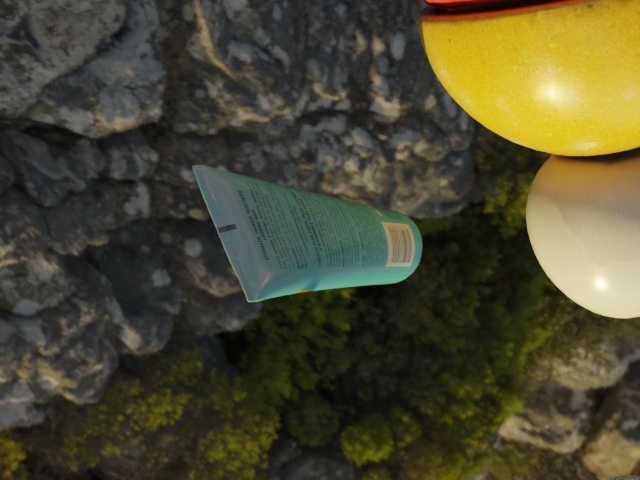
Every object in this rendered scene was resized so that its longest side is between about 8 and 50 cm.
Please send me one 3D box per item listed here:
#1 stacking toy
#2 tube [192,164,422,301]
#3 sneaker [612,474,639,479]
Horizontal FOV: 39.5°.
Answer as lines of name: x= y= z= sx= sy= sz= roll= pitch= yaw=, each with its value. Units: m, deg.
stacking toy: x=0.149 y=-0.173 z=0.529 sx=0.351 sy=0.351 sz=0.479 roll=-23 pitch=112 yaw=-34
tube: x=0.000 y=0.000 z=0.547 sx=0.052 sy=0.080 sz=0.207 roll=-37 pitch=161 yaw=22
sneaker: x=0.300 y=0.228 z=0.674 sx=0.212 sy=0.094 sz=0.080 roll=25 pitch=65 yaw=-30
